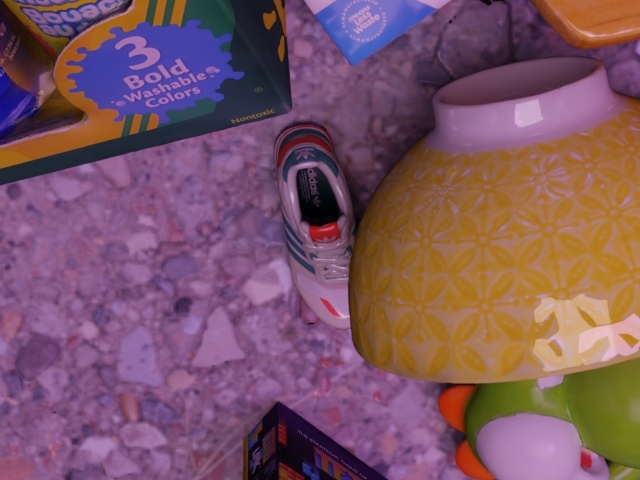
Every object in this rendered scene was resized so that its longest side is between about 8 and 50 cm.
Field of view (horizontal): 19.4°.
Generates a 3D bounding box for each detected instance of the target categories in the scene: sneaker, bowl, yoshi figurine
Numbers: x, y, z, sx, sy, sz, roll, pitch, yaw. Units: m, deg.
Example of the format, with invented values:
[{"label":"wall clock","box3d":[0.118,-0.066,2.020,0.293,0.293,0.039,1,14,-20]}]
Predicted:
[{"label":"sneaker","box3d":[0.000,0.000,1.354,0.057,0.075,0.161,-11,110,2]},{"label":"bowl","box3d":[0.146,-0.032,1.241,0.290,0.289,0.156,-12,106,2]},{"label":"yoshi figurine","box3d":[0.219,0.202,1.391,0.203,0.203,0.362,-16,109,-13]}]

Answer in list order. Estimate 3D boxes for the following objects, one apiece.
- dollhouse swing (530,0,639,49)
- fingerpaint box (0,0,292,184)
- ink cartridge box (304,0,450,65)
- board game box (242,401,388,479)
[{"label":"dollhouse swing","box3d":[0.269,-0.133,1.059,0.315,0.347,0.305,-14,83,-6]},{"label":"fingerpaint box","box3d":[-0.284,-0.172,1.092,0.445,0.163,0.371,-13,150,13]},{"label":"ink cartridge box","box3d":[0.008,-0.251,1.260,0.134,0.078,0.231,-34,108,10]},{"label":"board game box","box3d":[0.021,0.211,1.399,0.170,0.141,0.048,37,106,-15]}]
